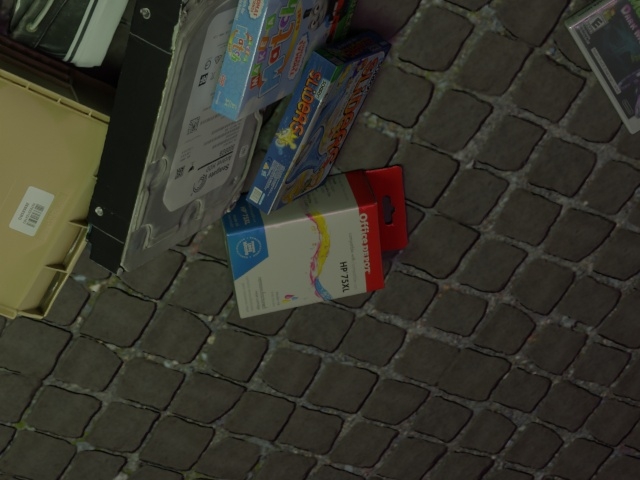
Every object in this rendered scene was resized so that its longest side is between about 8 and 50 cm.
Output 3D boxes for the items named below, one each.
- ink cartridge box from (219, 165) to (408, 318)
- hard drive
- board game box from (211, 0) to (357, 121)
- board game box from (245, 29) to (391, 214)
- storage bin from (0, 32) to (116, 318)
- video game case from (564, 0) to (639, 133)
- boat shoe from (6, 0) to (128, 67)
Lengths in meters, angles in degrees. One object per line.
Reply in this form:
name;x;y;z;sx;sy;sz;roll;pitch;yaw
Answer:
ink cartridge box;0.000;0.000;1.788;0.231;0.078;0.134;-12;127;-6
hard drive;-0.133;-0.146;1.568;0.064;0.237;0.339;31;122;18
board game box;-0.027;-0.229;1.555;0.039;0.211;0.160;30;124;19
board game box;-0.002;-0.134;1.662;0.035;0.136;0.201;35;121;15
storage bin;-0.366;-0.079;1.588;0.260;0.123;0.262;23;107;-28
video game case;0.406;-0.238;1.754;0.173;0.022;0.190;-33;126;10
boat shoe;-0.236;-0.319;1.472;0.119;0.121;0.335;7;125;-24
